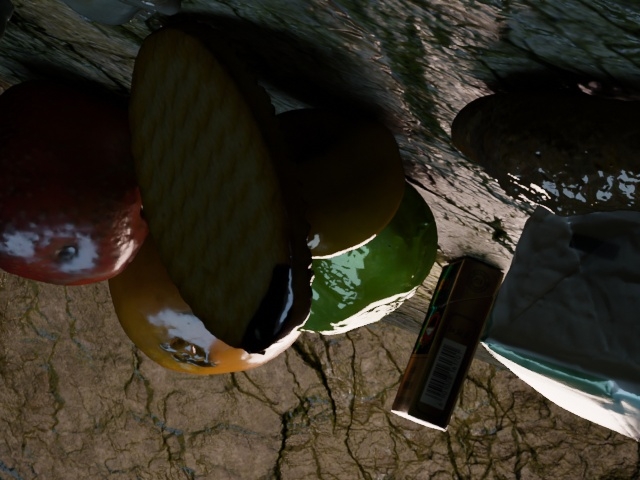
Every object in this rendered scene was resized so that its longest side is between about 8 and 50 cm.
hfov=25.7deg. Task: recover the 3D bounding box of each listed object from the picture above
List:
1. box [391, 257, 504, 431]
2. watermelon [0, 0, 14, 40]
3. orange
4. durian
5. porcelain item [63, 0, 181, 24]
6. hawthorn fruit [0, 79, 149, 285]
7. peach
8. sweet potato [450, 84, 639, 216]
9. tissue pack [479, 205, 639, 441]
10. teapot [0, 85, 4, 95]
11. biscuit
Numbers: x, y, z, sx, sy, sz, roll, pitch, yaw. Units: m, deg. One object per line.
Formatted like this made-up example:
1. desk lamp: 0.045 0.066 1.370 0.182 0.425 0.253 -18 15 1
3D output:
1. box: 0.181 0.150 2.029 0.071 0.240 0.159 21 173 -2
2. watermelon: -0.413 -0.216 1.280 0.151 0.302 0.264 -22 154 18
3. orange: -0.154 0.046 2.032 0.312 0.312 0.312 21 173 3
4. durian: 0.000 0.000 1.620 0.339 0.204 0.256 15 159 38
5. porcelain item: -0.144 -0.203 1.077 0.084 0.054 0.213 22 174 -23
6. hawthorn fruit: -0.328 -0.073 1.842 0.299 0.275 0.275 9 171 10
7. peach: -0.006 -0.060 1.353 0.179 0.179 0.103 18 138 27
8. sweet potato: 0.187 -0.062 1.005 0.114 0.092 0.341 6 -174 -40
9. tissue pack: 0.329 0.090 1.316 0.266 0.194 0.356 17 172 23
10. teapot: -0.609 -0.102 2.088 0.300 0.344 0.253 19 174 20
11. biscuit: -0.096 -0.048 1.298 0.040 0.318 0.318 -18 -166 -28
